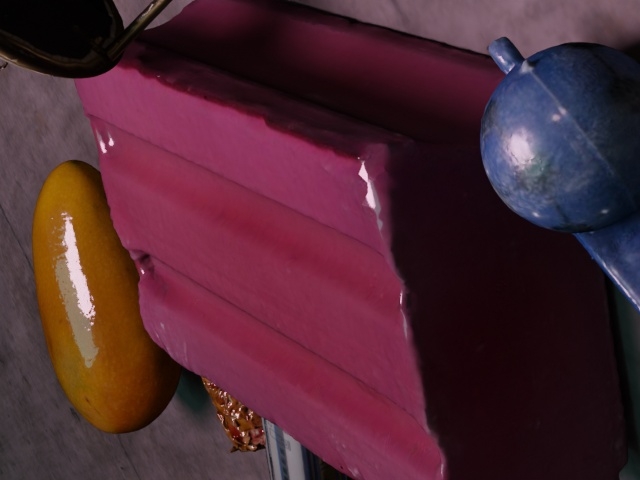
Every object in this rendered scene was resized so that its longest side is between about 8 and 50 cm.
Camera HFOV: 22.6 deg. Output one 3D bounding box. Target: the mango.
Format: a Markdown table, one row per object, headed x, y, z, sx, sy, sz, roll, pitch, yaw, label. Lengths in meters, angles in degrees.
| x | y | z | sx | sy | sz | roll | pitch | yaw | label |
| --- | --- | --- | --- | --- | --- | --- | --- | --- | --- |
| -0.185 | 0.052 | 1.385 | 0.138 | 0.113 | 0.253 | 26 | 130 | 61 | mango |

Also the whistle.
| x | y | z | sx | sy | sz | roll | pitch | yaw | label |
| --- | --- | --- | --- | --- | --- | --- | --- | --- | --- |
| 0.121 | -0.030 | 0.686 | 0.158 | 0.090 | 0.090 | 53 | 155 | 24 | whistle |

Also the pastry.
| x | y | z | sx | sy | sz | roll | pitch | yaw | label |
| --- | --- | --- | --- | --- | --- | --- | --- | --- | --- |
| -0.071 | 0.090 | 1.241 | 0.169 | 0.063 | 0.087 | 64 | 159 | -3 | pastry |

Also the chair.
| x | y | z | sx | sy | sz | roll | pitch | yaw | label |
| --- | --- | --- | --- | --- | --- | --- | --- | --- | --- |
| -0.173 | -0.154 | 0.894 | 0.326 | 0.160 | 0.170 | -45 | 48 | 31 | chair |

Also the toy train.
| x | y | z | sx | sy | sz | roll | pitch | yaw | label |
| --- | --- | --- | --- | --- | --- | --- | --- | --- | --- |
| -0.002 | 0.210 | 1.239 | 0.048 | 0.055 | 0.252 | 31 | 142 | 37 | toy train |

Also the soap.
| x | y | z | sx | sy | sz | roll | pitch | yaw | label |
| --- | --- | --- | --- | --- | --- | --- | --- | --- | --- |
| 0.000 | 0.000 | 0.915 | 0.359 | 0.128 | 0.233 | 27 | 136 | 54 | soap |
